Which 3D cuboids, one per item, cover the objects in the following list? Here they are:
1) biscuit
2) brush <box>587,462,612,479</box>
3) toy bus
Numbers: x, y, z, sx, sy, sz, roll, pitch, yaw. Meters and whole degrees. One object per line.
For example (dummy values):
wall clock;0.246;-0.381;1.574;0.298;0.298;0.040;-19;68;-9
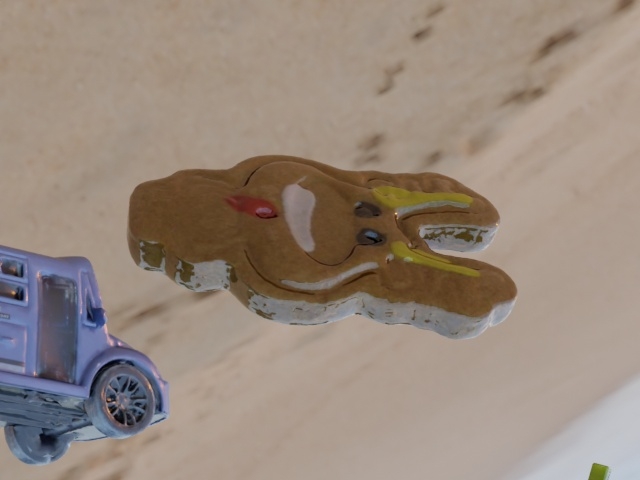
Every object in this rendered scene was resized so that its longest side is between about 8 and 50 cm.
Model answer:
biscuit;0.000;-0.003;1.333;0.295;0.186;0.044;3;127;-11
brush;0.267;0.262;1.724;0.019;0.083;0.021;11;163;33
toy bus;-0.244;0.065;1.170;0.292;0.133;0.125;15;156;-38
